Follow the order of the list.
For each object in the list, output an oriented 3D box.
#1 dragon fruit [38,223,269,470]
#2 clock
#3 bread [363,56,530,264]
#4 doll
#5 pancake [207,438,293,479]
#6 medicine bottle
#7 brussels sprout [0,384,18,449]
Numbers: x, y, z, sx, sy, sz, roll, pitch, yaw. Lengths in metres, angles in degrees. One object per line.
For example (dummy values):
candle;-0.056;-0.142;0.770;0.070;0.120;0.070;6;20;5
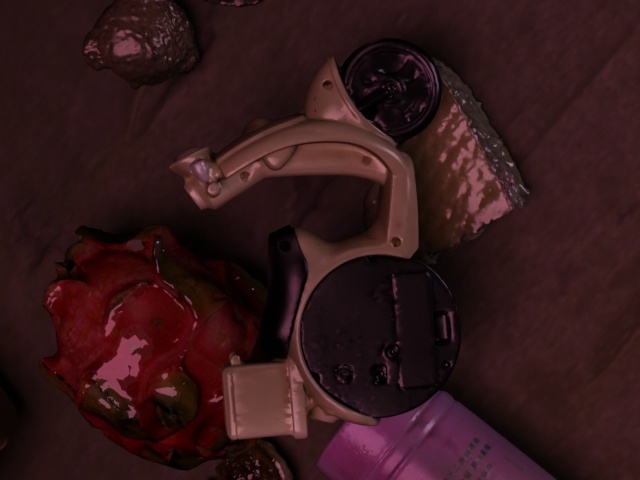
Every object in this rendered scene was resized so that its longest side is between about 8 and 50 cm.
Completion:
dragon fruit;-0.174;0.110;1.837;0.303;0.237;0.231;31;90;22
clock;0.000;0.000;1.690;0.276;0.120;0.379;-8;90;-6
bread;0.134;-0.070;1.765;0.172;0.064;0.232;14;107;20
doll;-0.183;-0.310;1.813;0.203;0.091;0.286;-20;109;-10
pancake;-0.081;0.284;1.941;0.116;0.022;0.129;32;110;24
medicine bottle;0.137;0.258;1.796;0.254;0.152;0.152;39;112;8
brussels sprout;-0.534;0.245;1.971;0.355;0.281;0.289;-23;56;8
